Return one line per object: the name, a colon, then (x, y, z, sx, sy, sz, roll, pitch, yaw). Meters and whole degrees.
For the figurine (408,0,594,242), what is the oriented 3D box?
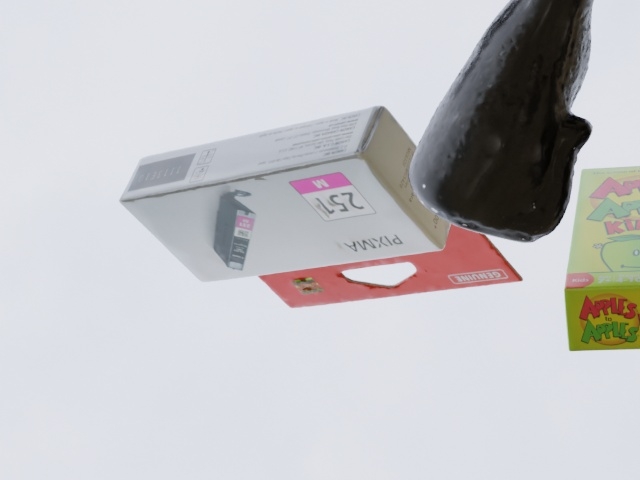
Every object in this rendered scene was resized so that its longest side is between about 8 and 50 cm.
figurine: (0.172, -0.077, 0.688, 0.092, 0.215, 0.209, -42, -26, -57)

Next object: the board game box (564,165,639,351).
board game box: (0.205, 0.006, 0.902, 0.092, 0.181, 0.043, -3, -65, 15)

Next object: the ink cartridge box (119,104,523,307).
ink cartridge box: (0.000, 0.000, 1.257, 0.239, 0.275, 0.060, 48, -131, -35)
